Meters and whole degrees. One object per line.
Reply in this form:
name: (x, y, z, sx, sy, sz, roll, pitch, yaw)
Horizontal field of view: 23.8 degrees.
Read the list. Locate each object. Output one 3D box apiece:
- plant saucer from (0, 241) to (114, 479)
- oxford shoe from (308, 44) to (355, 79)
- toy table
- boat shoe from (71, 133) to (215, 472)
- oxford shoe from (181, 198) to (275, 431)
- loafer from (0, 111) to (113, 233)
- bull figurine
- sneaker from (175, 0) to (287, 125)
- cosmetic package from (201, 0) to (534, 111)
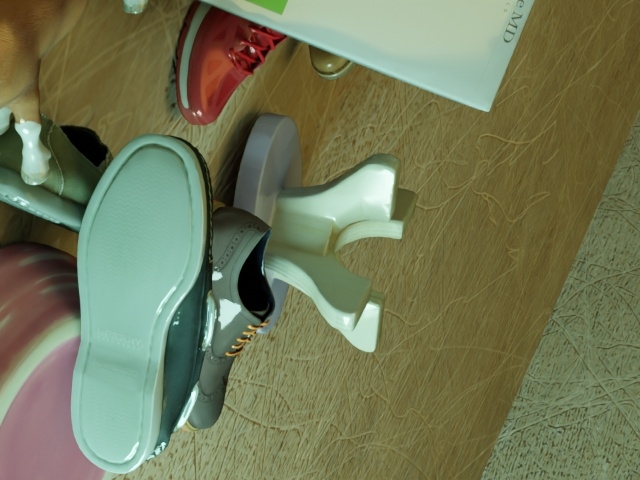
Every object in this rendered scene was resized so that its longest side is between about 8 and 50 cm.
plant saucer: (-0.262, 0.170, 1.316, 0.332, 0.084, 0.332, -48, 146, -48)
oxford shoe: (0.017, -0.286, 1.696, 0.076, 0.076, 0.212, 31, 65, -63)
toy table: (0.000, 0.000, 1.699, 0.274, 0.160, 0.252, 89, 19, -46)
boat shoe: (-0.142, 0.046, 1.277, 0.091, 0.114, 0.303, -31, 141, -61)
oxford shoe: (-0.106, 0.093, 1.618, 0.097, 0.098, 0.271, -38, 139, -56)
loafer: (-0.197, -0.049, 1.300, 0.087, 0.094, 0.251, -68, 158, -4)
bull figurine: (-0.232, -0.162, 1.130, 0.310, 0.101, 0.188, -60, 159, -26)
sneaker: (-0.054, -0.209, 1.487, 0.087, 0.128, 0.221, 30, 76, -67)
cosmetic package: (0.019, -0.267, 1.360, 0.365, 0.155, 0.197, 15, 100, -37)
